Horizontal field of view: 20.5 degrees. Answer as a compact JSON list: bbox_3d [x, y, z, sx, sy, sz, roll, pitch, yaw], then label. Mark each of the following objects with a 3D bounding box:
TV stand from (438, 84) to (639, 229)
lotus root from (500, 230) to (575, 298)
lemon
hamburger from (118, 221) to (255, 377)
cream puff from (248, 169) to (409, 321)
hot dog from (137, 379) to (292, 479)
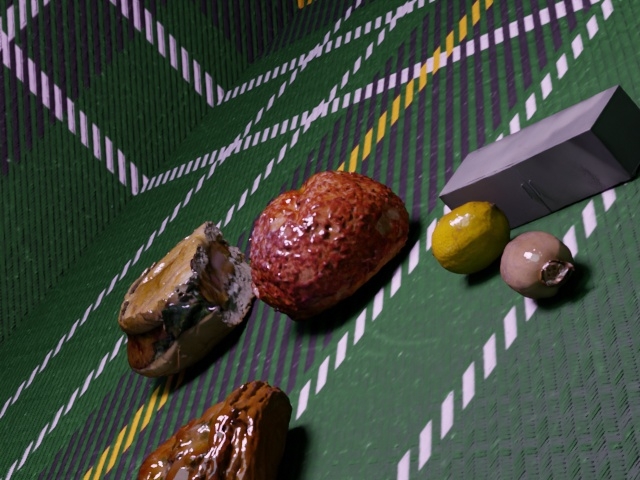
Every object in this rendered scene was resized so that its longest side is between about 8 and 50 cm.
[{"bbox_3d":[0.264,-0.087,2.073,0.269,0.083,0.088,-25,22,53],"label":"TV stand"},{"bbox_3d":[0.229,0.026,1.885,0.073,0.062,0.150,-45,13,-3],"label":"lotus root"},{"bbox_3d":[0.173,-0.002,2.076,0.110,0.082,0.082,-36,16,40],"label":"lemon"},{"bbox_3d":[-0.216,0.105,2.705,0.211,0.132,0.309,-40,15,16],"label":"hamburger"},{"bbox_3d":[0.000,0.000,2.390,0.240,0.164,0.240,-46,11,12],"label":"cream puff"},{"bbox_3d":[-0.116,0.258,2.052,0.196,0.122,0.272,-37,18,27],"label":"hot dog"}]
